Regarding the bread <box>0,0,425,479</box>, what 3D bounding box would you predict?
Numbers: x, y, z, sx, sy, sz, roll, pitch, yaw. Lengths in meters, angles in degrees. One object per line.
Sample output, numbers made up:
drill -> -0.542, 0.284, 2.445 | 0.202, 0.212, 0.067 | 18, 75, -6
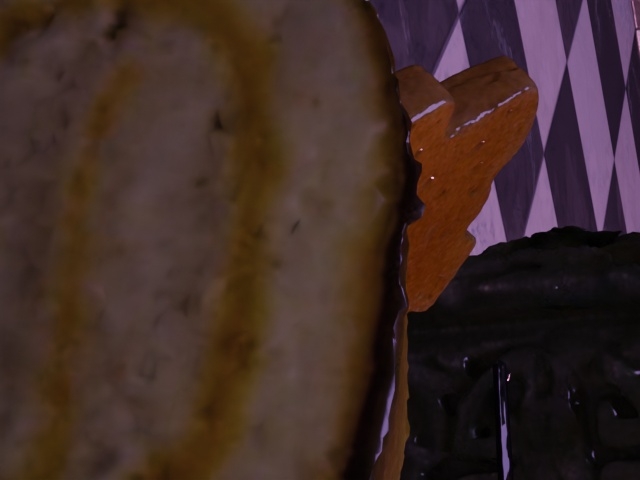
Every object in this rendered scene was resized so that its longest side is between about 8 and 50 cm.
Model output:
bread -> -0.069, 0.039, 0.376 | 0.124, 0.185, 0.257 | 72, 19, -83

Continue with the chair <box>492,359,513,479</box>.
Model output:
chair -> 0.009, 0.194, 0.583 | 0.172, 0.158, 0.247 | 61, 28, -54

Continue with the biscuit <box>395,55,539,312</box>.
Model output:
biscuit -> 0.000, 0.000, 0.663 | 0.041, 0.212, 0.238 | 44, 17, 25

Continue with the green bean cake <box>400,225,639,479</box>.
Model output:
green bean cake -> 0.158, 0.118, 0.923 | 0.132, 0.241, 0.255 | -8, 92, -67
